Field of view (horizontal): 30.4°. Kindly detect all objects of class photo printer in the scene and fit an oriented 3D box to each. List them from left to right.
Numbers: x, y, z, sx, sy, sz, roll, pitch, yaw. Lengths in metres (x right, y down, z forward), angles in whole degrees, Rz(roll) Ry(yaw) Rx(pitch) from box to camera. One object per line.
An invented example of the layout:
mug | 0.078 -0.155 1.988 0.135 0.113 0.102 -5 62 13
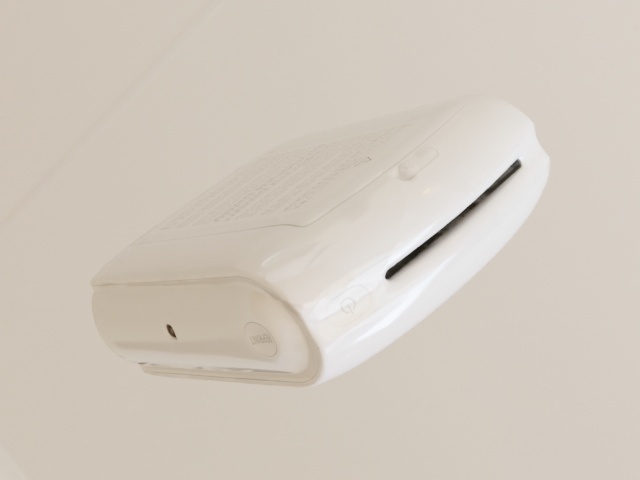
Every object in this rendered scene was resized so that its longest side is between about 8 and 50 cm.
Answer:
photo printer | 0.000 0.000 0.851 0.307 0.256 0.107 -7 -64 55
